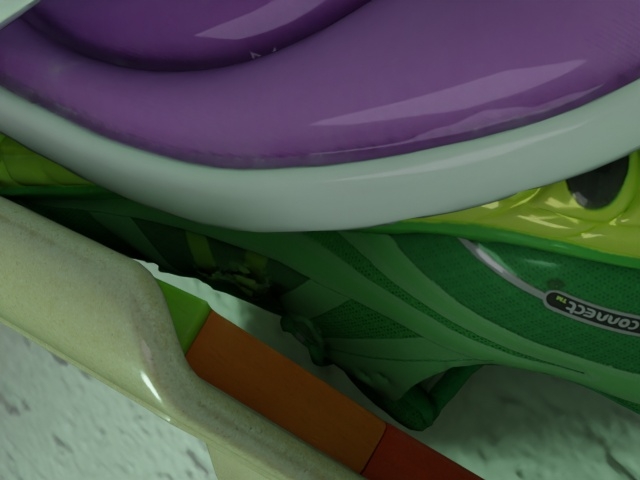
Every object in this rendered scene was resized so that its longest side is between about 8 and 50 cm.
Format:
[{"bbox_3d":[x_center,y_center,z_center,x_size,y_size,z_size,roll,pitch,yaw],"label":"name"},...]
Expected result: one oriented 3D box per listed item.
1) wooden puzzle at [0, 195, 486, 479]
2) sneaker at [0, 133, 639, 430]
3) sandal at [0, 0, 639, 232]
[{"bbox_3d":[-0.034,0.046,0.572,0.221,0.044,0.238,21,164,49],"label":"wooden puzzle"},{"bbox_3d":[0.000,0.000,0.567,0.295,0.109,0.123,11,127,43],"label":"sneaker"},{"bbox_3d":[-0.060,-0.104,0.510,0.416,0.169,0.102,11,157,37],"label":"sandal"}]
